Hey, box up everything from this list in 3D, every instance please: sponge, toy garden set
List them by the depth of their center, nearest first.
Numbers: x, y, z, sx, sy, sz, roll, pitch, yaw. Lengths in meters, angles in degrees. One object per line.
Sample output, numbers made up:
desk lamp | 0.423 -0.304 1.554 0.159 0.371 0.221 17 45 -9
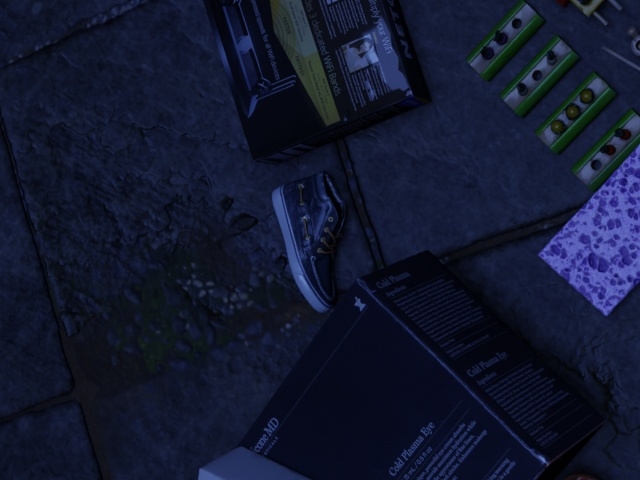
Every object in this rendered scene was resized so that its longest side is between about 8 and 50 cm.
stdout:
sponge | 0.382 -0.021 1.868 0.117 0.031 0.210 44 106 9
toy garden set | 0.326 -0.219 1.891 0.204 0.049 0.244 -47 73 16

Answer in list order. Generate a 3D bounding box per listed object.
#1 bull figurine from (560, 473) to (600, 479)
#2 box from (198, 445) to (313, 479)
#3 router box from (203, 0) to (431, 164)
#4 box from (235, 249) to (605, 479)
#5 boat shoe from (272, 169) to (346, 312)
bull figurine | 0.292 0.445 1.876 0.188 0.101 0.310 32 104 16
box | -0.065 0.351 1.846 0.170 0.091 0.130 22 114 28
router box | -0.017 -0.287 2.020 0.243 0.081 0.309 -20 82 22
box | 0.112 0.247 1.868 0.312 0.179 0.343 45 121 16
boat shoe | 0.000 0.000 2.019 0.083 0.065 0.183 -23 80 22
